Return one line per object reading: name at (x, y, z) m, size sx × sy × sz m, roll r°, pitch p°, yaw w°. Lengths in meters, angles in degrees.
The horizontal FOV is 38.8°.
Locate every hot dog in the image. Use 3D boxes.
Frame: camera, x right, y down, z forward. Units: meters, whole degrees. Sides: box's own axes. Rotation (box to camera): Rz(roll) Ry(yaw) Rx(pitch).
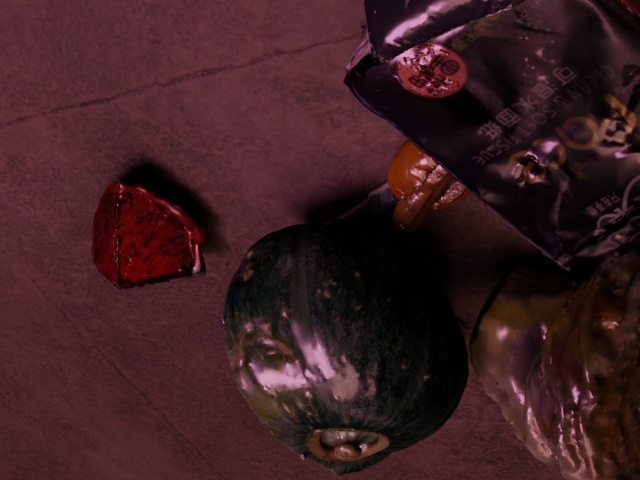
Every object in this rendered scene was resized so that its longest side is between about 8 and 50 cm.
hot dog at (0.117, -0.069, 0.978) m, size 0.090 × 0.060 × 0.140 m, roll 35°, pitch 136°, yaw -17°

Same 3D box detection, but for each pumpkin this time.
pumpkin at (0.056, 0.103, 1.035) m, size 0.197 × 0.263 × 0.293 m, roll -23°, pitch 136°, yaw 31°

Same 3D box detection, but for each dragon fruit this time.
dragon fruit at (-0.225, -0.021, 1.172) m, size 0.127 × 0.121 × 0.161 m, roll 36°, pitch 130°, yaw 49°

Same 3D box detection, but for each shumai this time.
shumai at (0.307, 0.139, 1.008) m, size 0.263 × 0.309 × 0.304 m, roll 10°, pitch 136°, yaw 58°

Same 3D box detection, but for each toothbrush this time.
toothbrush at (0.000, -0.002, 1.138) m, size 0.030 × 0.030 × 0.304 m, roll 35°, pitch 141°, yaw -19°

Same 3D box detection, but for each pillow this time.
pillow at (0.075, -0.256, 0.700) m, size 0.141 × 0.208 × 0.055 m, roll -19°, pitch 170°, yaw 37°

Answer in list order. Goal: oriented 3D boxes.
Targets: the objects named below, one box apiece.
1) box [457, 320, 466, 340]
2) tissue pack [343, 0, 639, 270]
box at (0.136, 0.147, 1.208) m, size 0.062 × 0.089 × 0.122 m, roll 28°, pitch 141°, yaw -29°
tissue pack at (0.214, -0.129, 0.823) m, size 0.332 × 0.123 × 0.245 m, roll 35°, pitch 140°, yaw -19°
